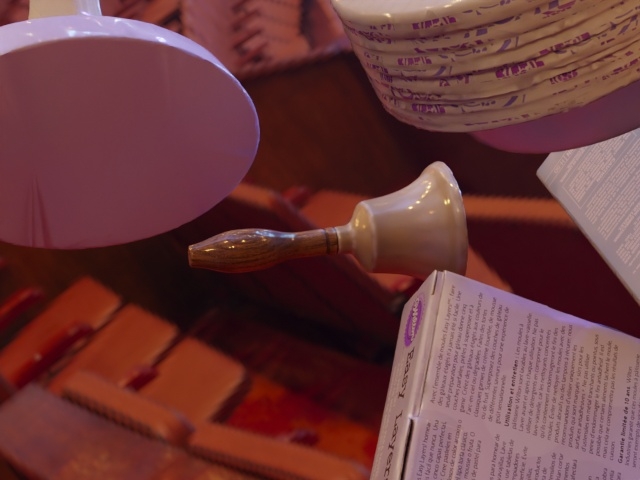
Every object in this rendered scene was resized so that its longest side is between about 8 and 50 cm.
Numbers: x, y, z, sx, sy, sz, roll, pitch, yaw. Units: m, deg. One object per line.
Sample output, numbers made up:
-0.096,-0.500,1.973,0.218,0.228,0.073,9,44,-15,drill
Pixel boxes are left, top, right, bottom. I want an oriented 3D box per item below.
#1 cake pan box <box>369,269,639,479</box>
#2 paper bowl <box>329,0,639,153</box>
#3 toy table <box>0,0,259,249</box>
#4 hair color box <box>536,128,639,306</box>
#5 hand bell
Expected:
0.146,0.167,0.862,0.070,0.246,0.267,133,152,-59,cake pan box
0.159,-0.165,0.993,0.284,0.148,0.284,-22,29,13,paper bowl
-0.192,-0.108,1.070,0.252,0.274,0.161,-51,54,15,toy table
0.344,0.015,1.329,0.113,0.185,0.374,-54,25,16,hair color box
0.000,0.000,1.392,0.242,0.126,0.126,-5,16,-14,hand bell
